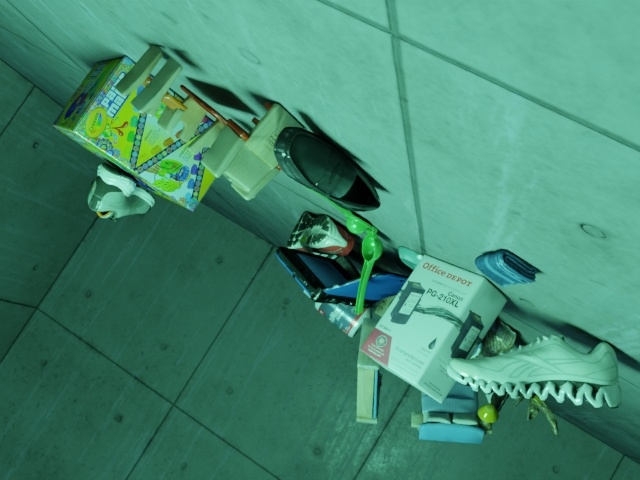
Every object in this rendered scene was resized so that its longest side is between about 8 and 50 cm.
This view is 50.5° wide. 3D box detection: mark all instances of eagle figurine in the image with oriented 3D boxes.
[{"bbox_3d":[0.467,0.333,1.677,0.298,0.225,0.226,25,-175,-39],"label":"eagle figurine"}]

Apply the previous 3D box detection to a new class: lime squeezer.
[{"bbox_3d":[0.066,-0.004,1.410,0.059,0.110,0.310,-120,7,-68],"label":"lime squeezer"}]

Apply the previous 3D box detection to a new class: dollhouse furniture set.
[{"bbox_3d":[-0.147,-0.181,1.061,0.262,0.135,0.259,38,-177,-44],"label":"dollhouse furniture set"},{"bbox_3d":[0.242,0.269,1.521,0.304,0.286,0.198,5,131,6],"label":"dollhouse furniture set"}]

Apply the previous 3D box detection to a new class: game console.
[{"bbox_3d":[0.080,0.067,1.640,0.250,0.173,0.293,48,-165,27],"label":"game console"}]

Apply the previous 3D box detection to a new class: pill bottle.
[{"bbox_3d":[0.048,0.165,1.820,0.180,0.108,0.108,38,175,13],"label":"pill bottle"}]

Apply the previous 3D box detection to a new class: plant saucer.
[{"bbox_3d":[0.213,0.052,1.453,0.119,0.021,0.119,31,174,3],"label":"plant saucer"}]

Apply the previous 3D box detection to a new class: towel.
[{"bbox_3d":[0.276,0.043,1.024,0.067,0.029,0.119,33,174,-1],"label":"towel"}]

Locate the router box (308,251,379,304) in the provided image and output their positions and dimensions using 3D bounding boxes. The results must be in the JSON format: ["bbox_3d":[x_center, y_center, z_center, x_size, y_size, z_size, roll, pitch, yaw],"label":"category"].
[{"bbox_3d":[0.065,0.112,2.029,0.243,0.081,0.309,53,176,7],"label":"router box"}]

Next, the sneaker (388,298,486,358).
[{"bbox_3d":[0.275,0.202,1.653,0.147,0.129,0.330,17,174,-27],"label":"sneaker"}]

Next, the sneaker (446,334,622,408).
[{"bbox_3d":[0.370,0.221,1.190,0.292,0.118,0.110,3,173,13],"label":"sneaker"}]

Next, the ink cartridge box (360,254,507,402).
[{"bbox_3d":[0.218,0.163,1.311,0.100,0.237,0.172,41,170,-36],"label":"ink cartridge box"}]

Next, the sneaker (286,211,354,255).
[{"bbox_3d":[0.000,0.000,1.733,0.118,0.107,0.279,29,176,-21],"label":"sneaker"}]

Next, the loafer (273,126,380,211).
[{"bbox_3d":[0.016,-0.100,0.989,0.078,0.076,0.223,21,173,38],"label":"loafer"}]

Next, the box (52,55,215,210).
[{"bbox_3d":[-0.373,-0.226,1.425,0.279,0.177,0.290,36,172,-29],"label":"box"}]

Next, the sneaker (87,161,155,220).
[{"bbox_3d":[-0.453,-0.094,1.523,0.100,0.108,0.271,30,175,5],"label":"sneaker"}]

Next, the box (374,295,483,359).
[{"bbox_3d":[0.316,0.228,1.876,0.148,0.121,0.311,36,173,-39],"label":"box"}]
